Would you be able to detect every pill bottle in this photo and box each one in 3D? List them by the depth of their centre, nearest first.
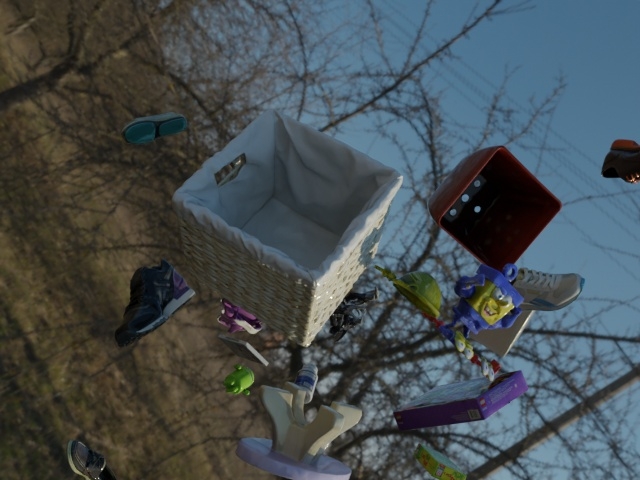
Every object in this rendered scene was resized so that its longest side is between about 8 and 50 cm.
[{"bbox_3d":[-0.046,0.438,2.051,0.120,0.067,0.067,-68,141,-55],"label":"pill bottle"}]

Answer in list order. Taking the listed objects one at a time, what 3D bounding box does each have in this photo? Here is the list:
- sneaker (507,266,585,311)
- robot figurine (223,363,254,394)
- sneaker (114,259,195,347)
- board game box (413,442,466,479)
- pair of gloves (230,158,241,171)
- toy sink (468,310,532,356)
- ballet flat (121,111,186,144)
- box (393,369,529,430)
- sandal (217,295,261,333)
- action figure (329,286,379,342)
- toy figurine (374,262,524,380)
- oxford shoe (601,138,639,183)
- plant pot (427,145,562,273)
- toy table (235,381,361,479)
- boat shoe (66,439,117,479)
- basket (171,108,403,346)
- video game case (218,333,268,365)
[{"bbox_3d":[0.523,0.113,1.604,0.228,0.087,0.092,-16,-56,47],"label":"sneaker"},{"bbox_3d":[-0.257,0.443,2.104,0.115,0.067,0.101,-22,92,-58],"label":"robot figurine"},{"bbox_3d":[-0.383,0.128,1.431,0.124,0.107,0.283,58,17,-7],"label":"sneaker"},{"bbox_3d":[0.338,0.642,1.898,0.092,0.043,0.181,27,-4,-7],"label":"board game box"},{"bbox_3d":[-0.170,-0.138,1.808,0.204,0.042,0.240,51,-1,-20],"label":"pair of gloves"},{"bbox_3d":[0.554,0.197,1.955,0.131,0.234,0.153,33,23,20],"label":"toy sink"},{"bbox_3d":[-0.361,-0.240,1.410,0.052,0.168,0.057,32,-57,29],"label":"ballet flat"},{"bbox_3d":[0.354,0.411,1.701,0.293,0.201,0.057,-27,-99,48],"label":"box"},{"bbox_3d":[-0.258,0.260,2.157,0.169,0.102,0.416,18,-20,-5],"label":"sandal"},{"bbox_3d":[0.082,0.164,1.860,0.164,0.141,0.276,-54,144,-56],"label":"action figure"},{"bbox_3d":[0.320,0.108,1.434,0.362,0.217,0.191,44,2,-27],"label":"toy figurine"},{"bbox_3d":[0.750,-0.167,1.519,0.097,0.098,0.271,31,2,-14],"label":"oxford shoe"},{"bbox_3d":[0.456,-0.100,1.881,0.267,0.267,0.236,39,3,-19],"label":"plant pot"},{"bbox_3d":[-0.037,0.420,1.455,0.274,0.161,0.252,21,-5,-38],"label":"toy table"},{"bbox_3d":[-0.431,0.422,1.258,0.056,0.049,0.152,-95,173,-45],"label":"boat shoe"},{"bbox_3d":[-0.068,-0.028,1.323,0.331,0.328,0.266,30,-36,14],"label":"basket"},{"bbox_3d":[-0.188,0.265,1.611,0.122,0.011,0.087,4,-39,50],"label":"video game case"}]
